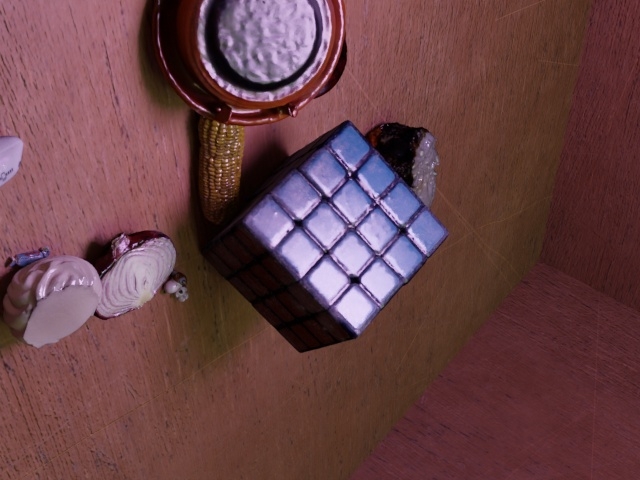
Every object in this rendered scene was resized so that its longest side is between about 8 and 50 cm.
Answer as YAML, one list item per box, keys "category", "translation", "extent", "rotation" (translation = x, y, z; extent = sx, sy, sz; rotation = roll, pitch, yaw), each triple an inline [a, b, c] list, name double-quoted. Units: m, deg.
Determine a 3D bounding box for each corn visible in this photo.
- category: "corn"
  translation: [-0.203, -0.154, 1.945]
  extent: [0.101, 0.101, 0.292]
  rotation: [-36, 143, -39]

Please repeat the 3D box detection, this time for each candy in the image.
- category: "candy"
  translation: [-0.511, 0.029, 1.678]
  extent: [0.083, 0.020, 0.030]
  rotation: [-14, 128, -53]

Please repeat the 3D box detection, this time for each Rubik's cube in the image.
- category: "Rubik's cube"
  translation: [0.000, 0.000, 2.055]
  extent: [0.337, 0.344, 0.343]
  rotation: [-48, -169, -23]

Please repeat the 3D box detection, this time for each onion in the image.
- category: "onion"
  translation: [-0.382, 0.048, 1.837]
  extent: [0.206, 0.098, 0.151]
  rotation: [-36, 123, -25]

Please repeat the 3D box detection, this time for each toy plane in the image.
- category: "toy plane"
  translation: [-0.536, -0.090, 1.411]
  extent: [0.251, 0.101, 0.255]
  rotation: [-32, -161, 45]

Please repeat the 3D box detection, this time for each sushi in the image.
- category: "sushi"
  translation: [0.216, -0.176, 2.570]
  extent: [0.196, 0.182, 0.343]
  rotation: [-51, 153, -27]

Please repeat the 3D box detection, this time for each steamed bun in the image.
- category: "steamed bun"
  translation: [-0.481, 0.097, 1.691]
  extent: [0.183, 0.106, 0.183]
  rotation: [-33, 150, -23]

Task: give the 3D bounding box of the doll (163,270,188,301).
- category: "doll"
  translation: [-0.308, 0.102, 2.084]
  extent: [0.058, 0.040, 0.085]
  rotation: [-47, 149, 1]

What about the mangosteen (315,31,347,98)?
- category: "mangosteen"
  translation: [-0.037, -0.380, 1.901]
  extent: [0.210, 0.210, 0.210]
  rotation: [-41, 148, -33]

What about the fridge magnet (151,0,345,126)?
- category: "fridge magnet"
  translation: [-0.118, -0.379, 1.696]
  extent: [0.363, 0.155, 0.364]
  rotation: [-8, 112, -20]
